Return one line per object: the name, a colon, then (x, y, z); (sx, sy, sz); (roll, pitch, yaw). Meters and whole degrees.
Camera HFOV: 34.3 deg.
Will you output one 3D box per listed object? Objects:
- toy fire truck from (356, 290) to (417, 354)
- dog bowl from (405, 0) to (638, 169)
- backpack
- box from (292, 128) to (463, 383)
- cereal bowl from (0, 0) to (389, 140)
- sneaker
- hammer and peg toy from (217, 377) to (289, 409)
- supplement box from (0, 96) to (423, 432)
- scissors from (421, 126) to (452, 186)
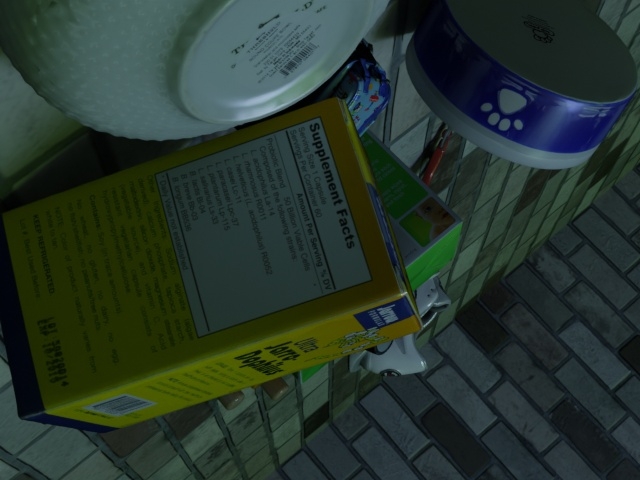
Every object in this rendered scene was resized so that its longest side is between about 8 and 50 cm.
toy fire truck: (0.034, 0.010, 1.448); (0.217, 0.159, 0.246); (-57, 146, -17)
dog bowl: (0.241, -0.213, 1.245); (0.265, 0.265, 0.104); (-26, 153, -43)
backpack: (0.004, -0.154, 1.120); (0.158, 0.117, 0.173); (-47, 165, 16)
box: (0.000, 0.000, 1.283); (0.262, 0.231, 0.126); (-38, 162, -15)
cereal bowl: (-0.063, -0.189, 0.750); (0.339, 0.141, 0.339); (-28, 156, -14)
sneaker: (0.139, 0.057, 1.646); (0.122, 0.146, 0.330); (60, 37, -73)
hammer and peg toy: (-0.033, 0.113, 1.661); (0.361, 0.127, 0.266); (-46, 163, 11)
supplement box: (-0.104, 0.036, 0.990); (0.357, 0.194, 0.195); (-18, 164, 6)
scissors: (0.200, -0.164, 1.688); (0.109, 0.021, 0.297); (-57, 169, -57)
